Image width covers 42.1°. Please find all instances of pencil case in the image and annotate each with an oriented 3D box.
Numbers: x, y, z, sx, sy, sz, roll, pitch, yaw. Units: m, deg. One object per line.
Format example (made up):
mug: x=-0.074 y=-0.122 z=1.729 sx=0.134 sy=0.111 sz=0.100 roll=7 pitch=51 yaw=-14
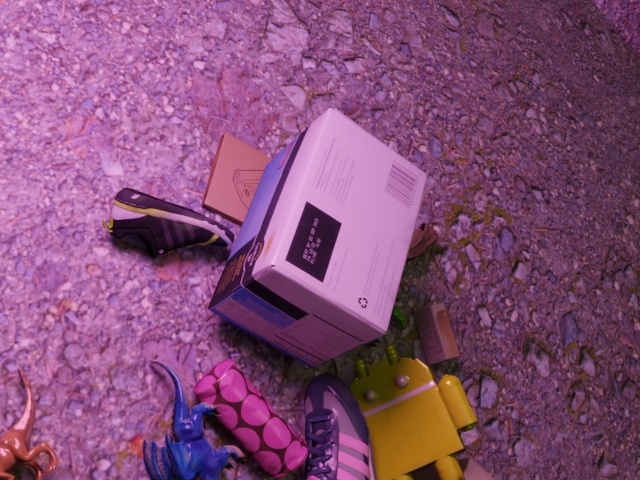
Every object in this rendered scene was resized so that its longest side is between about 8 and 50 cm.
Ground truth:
pencil case: x=-0.111 y=0.288 z=1.361 sx=0.095 sy=0.098 sz=0.209 roll=-39 pitch=99 yaw=-8

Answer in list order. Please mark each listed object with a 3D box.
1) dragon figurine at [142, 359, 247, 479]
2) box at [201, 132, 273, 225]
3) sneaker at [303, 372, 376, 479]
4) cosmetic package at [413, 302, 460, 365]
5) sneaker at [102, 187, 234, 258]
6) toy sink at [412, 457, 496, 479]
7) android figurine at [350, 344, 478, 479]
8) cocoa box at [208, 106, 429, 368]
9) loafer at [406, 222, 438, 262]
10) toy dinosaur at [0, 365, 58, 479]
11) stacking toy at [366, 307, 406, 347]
dragon figurine: x=-0.211 y=0.322 z=1.264 sx=0.144 sy=0.085 sz=0.289 roll=-28 pitch=89 yaw=-43
box: x=-0.118 y=-0.091 z=1.576 sx=0.201 sy=0.021 sz=0.164 roll=28 pitch=55 yaw=-26
sneaker: x=0.017 y=0.380 z=1.389 sx=0.131 sy=0.112 sz=0.319 roll=5 pitch=65 yaw=-51
cosmetic package: x=0.237 y=0.191 z=1.699 sx=0.041 sy=0.060 sz=0.115 roll=-4 pitch=74 yaw=-40
sneaker: x=-0.259 y=-0.014 z=1.409 sx=0.235 sy=0.084 sz=0.097 roll=20 pitch=92 yaw=-35
toy sink: x=0.281 y=0.521 z=1.517 sx=0.234 sy=0.153 sz=0.131 roll=43 pitch=49 yaw=-13
android figurine: x=0.145 y=0.320 z=1.466 sx=0.273 sy=0.248 sz=0.056 roll=69 pitch=10 yaw=21
cocoa box: x=0.000 y=0.000 z=1.429 sx=0.231 sy=0.228 sz=0.347 roll=32 pitch=53 yaw=-19
loafer: x=0.198 y=0.007 z=1.761 sx=0.050 sy=0.056 sz=0.148 roll=57 pitch=37 yaw=-1
toy dinosaur: x=-0.415 y=0.280 z=1.138 sx=0.112 sy=0.064 sz=0.211 roll=39 pitch=50 yaw=-17
stacking toy: x=0.064 y=0.164 z=1.585 sx=0.221 sy=0.052 sz=0.167 roll=39 pitch=52 yaw=-20
